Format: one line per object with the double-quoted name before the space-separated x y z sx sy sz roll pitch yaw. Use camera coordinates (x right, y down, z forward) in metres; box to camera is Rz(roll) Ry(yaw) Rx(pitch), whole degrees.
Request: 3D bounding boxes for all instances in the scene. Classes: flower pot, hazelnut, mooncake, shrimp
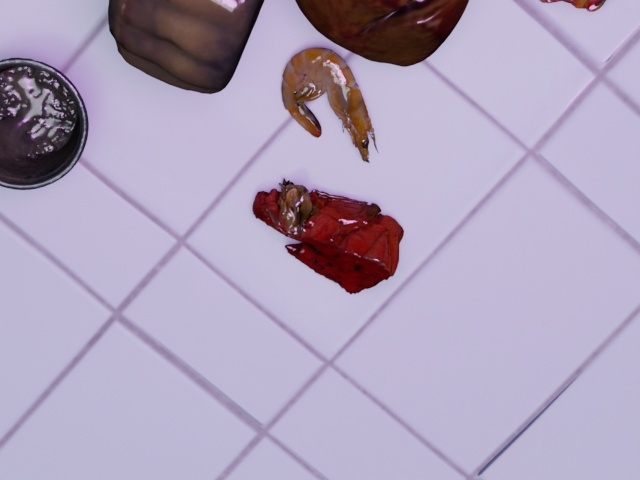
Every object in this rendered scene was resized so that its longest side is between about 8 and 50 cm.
"flower pot" -0.352 -0.146 1.936 0.157 0.107 0.157 -1 103 -2
"hazelnut" 0.075 -0.314 1.836 0.217 0.217 0.251 -24 149 6
"mooncake" -0.130 -0.312 1.800 0.161 0.290 0.290 21 105 -2
"shrimp" 0.009 -0.158 1.974 0.095 0.045 0.162 -23 108 5

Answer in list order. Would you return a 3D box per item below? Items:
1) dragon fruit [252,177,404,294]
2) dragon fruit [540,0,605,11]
"dragon fruit" 0.007 -0.018 2.017 0.192 0.122 0.092 24 65 -5
"dragon fruit" 0.301 -0.317 1.917 0.126 0.068 0.112 -19 66 -29
